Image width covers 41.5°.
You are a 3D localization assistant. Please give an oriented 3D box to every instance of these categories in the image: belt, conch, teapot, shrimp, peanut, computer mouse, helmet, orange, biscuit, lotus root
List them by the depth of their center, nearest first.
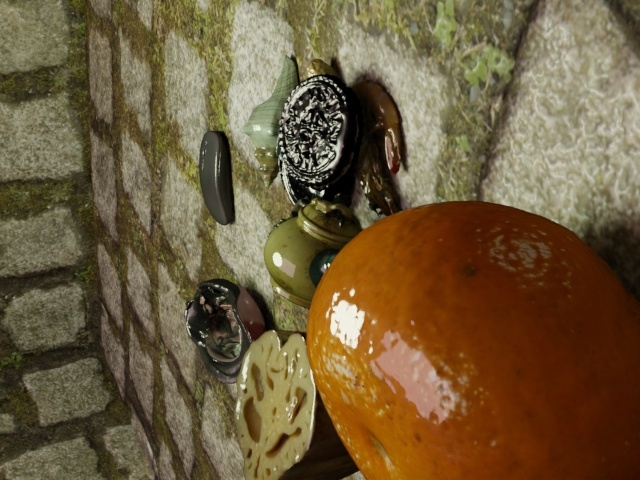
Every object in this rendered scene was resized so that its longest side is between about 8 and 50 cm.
[{"bbox_3d":[0.183,0.149,0.964,0.424,0.326,0.424,48,157,28],"label":"orange"},{"bbox_3d":[0.093,-0.148,1.360,0.133,0.053,0.236,-26,72,43],"label":"shrimp"},{"bbox_3d":[0.000,0.000,1.379,0.182,0.173,0.269,-67,25,22],"label":"teapot"},{"bbox_3d":[-0.001,-0.177,1.389,0.195,0.053,0.194,-4,85,48],"label":"biscuit"},{"bbox_3d":[0.009,-0.263,1.461,0.054,0.054,0.113,-41,67,61],"label":"peanut"},{"bbox_3d":[0.001,0.277,1.512,0.316,0.250,0.316,-6,83,63],"label":"lotus root"},{"bbox_3d":[-0.010,-0.144,1.514,0.151,0.078,0.198,4,104,55],"label":"belt"},{"bbox_3d":[-0.084,-0.215,1.612,0.137,0.114,0.233,41,132,33],"label":"conch"},{"bbox_3d":[-0.206,0.201,1.987,0.253,0.154,0.198,41,119,25],"label":"helmet"},{"bbox_3d":[-0.257,-0.149,2.047,0.120,0.057,0.232,28,126,58],"label":"computer mouse"}]
